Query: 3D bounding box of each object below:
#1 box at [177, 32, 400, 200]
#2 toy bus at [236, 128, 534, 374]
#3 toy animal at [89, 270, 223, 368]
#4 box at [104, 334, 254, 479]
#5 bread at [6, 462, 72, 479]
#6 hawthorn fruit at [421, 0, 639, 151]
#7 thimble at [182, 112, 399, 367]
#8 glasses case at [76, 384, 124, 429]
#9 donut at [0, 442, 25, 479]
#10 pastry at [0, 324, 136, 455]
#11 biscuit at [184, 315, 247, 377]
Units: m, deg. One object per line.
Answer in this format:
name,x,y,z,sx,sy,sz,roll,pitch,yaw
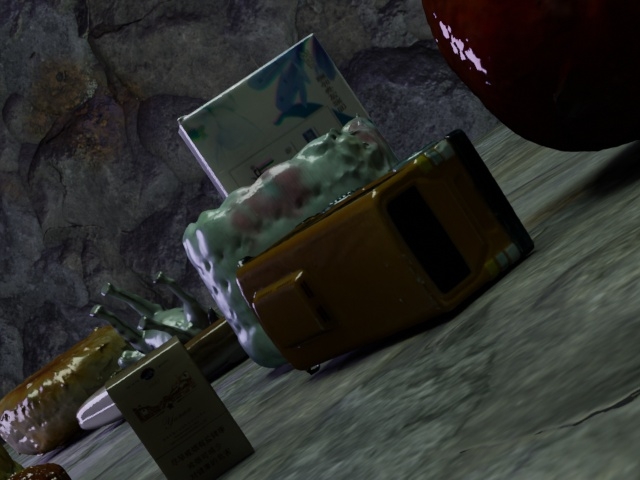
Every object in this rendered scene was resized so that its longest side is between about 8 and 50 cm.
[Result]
box,-0.021,-0.086,1.580,0.203,0.274,0.116,-34,3,-6
toy bus,0.033,0.016,0.855,0.114,0.098,0.201,-35,4,-36
toy animal,-0.223,0.113,1.675,0.255,0.170,0.090,-19,47,60
box,-0.084,0.105,0.753,0.053,0.083,0.024,-33,8,-7
bread,-0.241,0.216,1.038,0.085,0.053,0.085,-34,2,1
hawthorn fruit,0.218,-0.196,0.914,0.265,0.265,0.307,-33,-16,23
thimble,0.000,0.000,1.062,0.211,0.149,0.185,-31,1,46
glasses case,-0.241,0.193,1.620,0.204,0.051,0.081,-31,-1,39
donut,-0.428,0.288,1.298,0.261,0.128,0.208,-32,1,-2
pastry,-0.367,0.230,1.891,0.257,0.121,0.236,-28,9,48
biscuit,-0.102,0.109,1.439,0.208,0.049,0.181,-35,2,-20
